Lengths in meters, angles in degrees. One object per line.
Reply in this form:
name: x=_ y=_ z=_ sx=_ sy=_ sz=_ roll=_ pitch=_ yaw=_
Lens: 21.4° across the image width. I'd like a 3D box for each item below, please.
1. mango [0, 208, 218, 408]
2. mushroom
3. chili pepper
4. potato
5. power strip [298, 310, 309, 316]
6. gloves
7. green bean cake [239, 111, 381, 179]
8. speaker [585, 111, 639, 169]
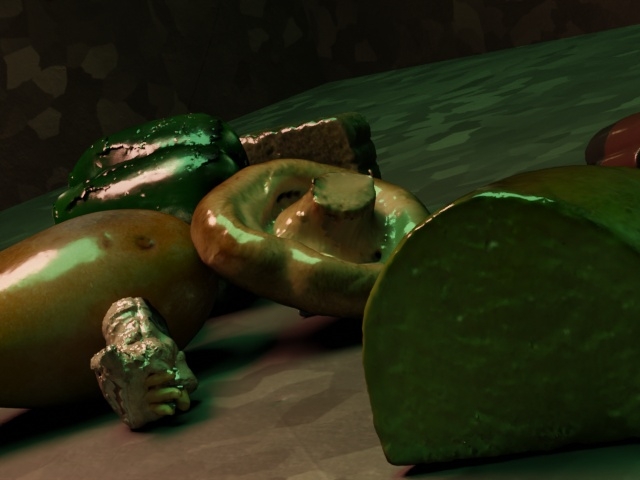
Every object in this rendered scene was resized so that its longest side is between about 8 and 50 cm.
mango: x=-0.290 y=0.084 z=1.868 sx=0.384 sy=0.198 sz=0.221 roll=-17 pitch=17 yaw=-21
mushroom: x=0.000 y=0.000 z=1.854 sx=0.278 sy=0.146 sz=0.278 roll=11 pitch=32 yaw=-7
chili pepper: x=-0.200 y=-0.028 z=2.173 sx=0.257 sy=0.248 sz=0.233 roll=-11 pitch=11 yaw=12
potato: x=0.222 y=0.020 z=1.337 sx=0.330 sy=0.212 sz=0.280 roll=-10 pitch=13 yaw=30
power strip: x=0.031 y=0.055 z=1.962 sx=0.123 sy=0.032 sz=0.056 roll=-15 pitch=10 yaw=15
gloves: x=-0.185 y=0.126 z=1.722 sx=0.094 sy=0.110 sz=0.144 roll=-23 pitch=22 yaw=7
green bean cake: x=-0.009 y=-0.071 z=2.275 sx=0.183 sy=0.185 sz=0.094 roll=-11 pitch=6 yaw=24
speaker: x=0.390 y=-0.069 z=1.861 sx=0.259 sy=0.198 sz=0.329 roll=-66 pitch=15 yaw=-21
